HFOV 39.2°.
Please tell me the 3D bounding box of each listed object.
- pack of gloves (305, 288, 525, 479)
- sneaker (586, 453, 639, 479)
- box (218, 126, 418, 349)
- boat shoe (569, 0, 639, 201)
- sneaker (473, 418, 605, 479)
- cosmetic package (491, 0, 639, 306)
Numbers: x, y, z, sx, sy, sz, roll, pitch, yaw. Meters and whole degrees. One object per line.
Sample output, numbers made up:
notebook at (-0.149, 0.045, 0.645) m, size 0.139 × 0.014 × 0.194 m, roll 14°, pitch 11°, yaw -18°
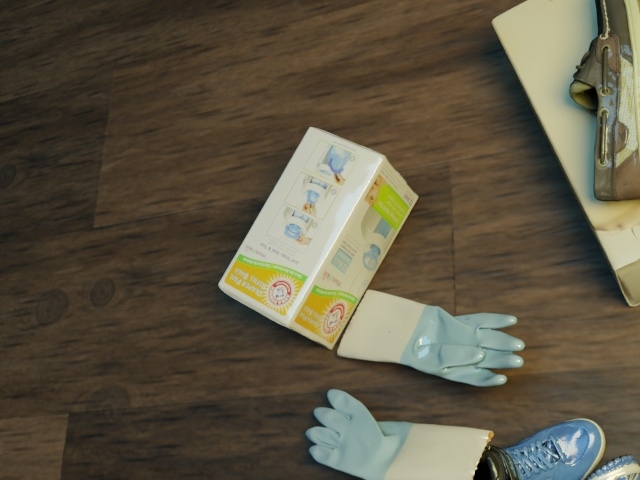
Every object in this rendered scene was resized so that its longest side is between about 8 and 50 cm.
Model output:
pack of gloves at (0.095, 0.154, 0.885) m, size 0.232 × 0.046 × 0.195 m, roll 6°, pitch 62°, yaw 50°
sneaker at (0.233, 0.247, 0.788) m, size 0.135 × 0.052 × 0.058 m, roll -39°, pitch 61°, yaw 8°
box at (0.000, 0.000, 0.976) m, size 0.103 × 0.114 × 0.203 m, roll 26°, pitch 83°, yaw 32°
boat shoe at (0.256, -0.138, 0.791) m, size 0.073 × 0.080 × 0.223 m, roll -10°, pitch 68°, yaw 18°
sneaker at (0.183, 0.205, 0.810) m, size 0.152 × 0.084 × 0.058 m, roll -31°, pitch 58°, yaw 12°
cosmetic package at (0.302, -0.113, 0.872) m, size 0.160 × 0.113 × 0.309 m, roll -27°, pitch 58°, yaw 15°
